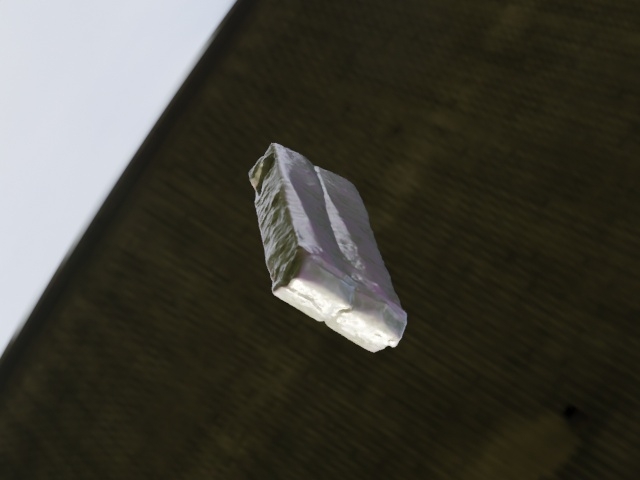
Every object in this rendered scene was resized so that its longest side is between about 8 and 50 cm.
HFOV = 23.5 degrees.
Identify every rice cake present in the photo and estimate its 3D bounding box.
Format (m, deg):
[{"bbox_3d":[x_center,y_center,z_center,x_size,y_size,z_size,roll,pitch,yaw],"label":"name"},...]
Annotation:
[{"bbox_3d":[-0.002,-0.001,1.284,0.050,0.106,0.298,-54,-161,15],"label":"rice cake"}]
